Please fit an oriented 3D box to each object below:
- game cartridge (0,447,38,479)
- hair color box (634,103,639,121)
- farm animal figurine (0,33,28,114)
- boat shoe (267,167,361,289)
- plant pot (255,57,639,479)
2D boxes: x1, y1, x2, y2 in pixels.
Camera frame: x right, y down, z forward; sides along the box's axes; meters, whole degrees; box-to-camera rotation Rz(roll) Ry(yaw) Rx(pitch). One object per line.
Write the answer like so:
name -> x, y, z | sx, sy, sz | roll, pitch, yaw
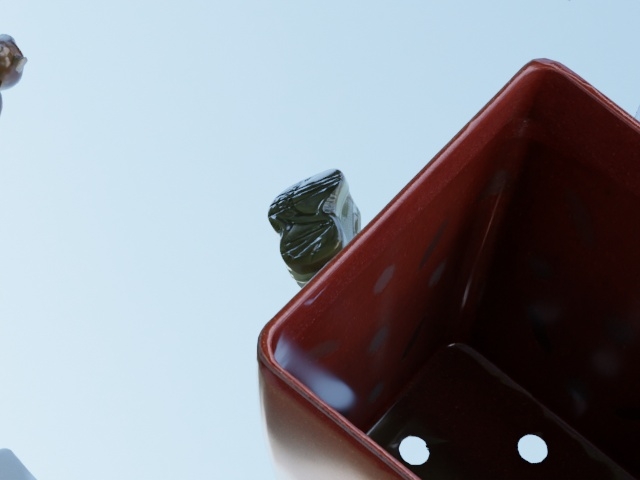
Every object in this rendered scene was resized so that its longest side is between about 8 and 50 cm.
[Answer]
game cartridge -> -0.150, 0.198, 0.783 | 0.230, 0.355, 0.068 | 43, -84, 10
hair color box -> 0.358, -0.090, 1.100 | 0.185, 0.110, 0.339 | 38, -42, -9
farm animal figurine -> -0.339, -0.126, 1.183 | 0.172, 0.327, 0.330 | -17, -56, 47
boat shoe -> 0.002, -0.001, 1.133 | 0.153, 0.056, 0.048 | -104, 169, -68
plant pot -> 0.124, 0.109, 1.024 | 0.267, 0.267, 0.236 | 39, -30, 11
